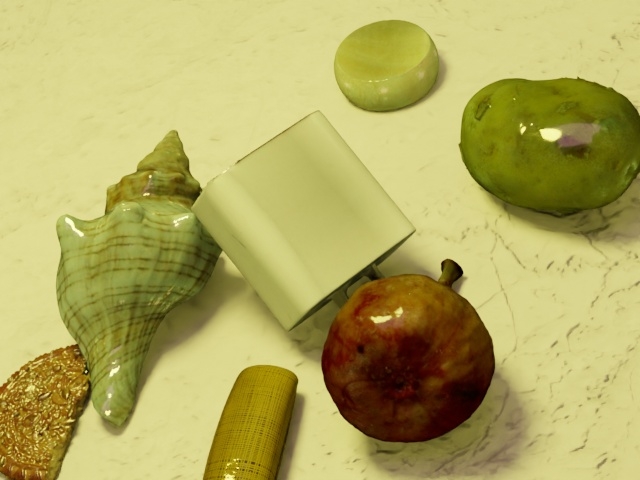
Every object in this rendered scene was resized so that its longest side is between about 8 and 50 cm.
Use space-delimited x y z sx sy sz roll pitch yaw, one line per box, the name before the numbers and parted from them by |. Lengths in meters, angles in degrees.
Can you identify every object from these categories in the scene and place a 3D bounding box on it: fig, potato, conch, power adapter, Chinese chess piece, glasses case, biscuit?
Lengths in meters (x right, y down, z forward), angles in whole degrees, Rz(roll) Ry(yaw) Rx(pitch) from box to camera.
fig | 0.129 0.096 1.688 0.190 0.190 0.290 19 38 33
potato | 0.278 -0.117 1.866 0.186 0.148 0.253 -20 32 -26
conch | -0.221 0.021 1.856 0.203 0.169 0.386 15 47 -4
power adapter | 0.000 0.000 1.805 0.187 0.124 0.255 -35 83 -29
Chinese chess piece | 0.090 -0.239 2.112 0.144 0.058 0.144 -9 46 9
glasses case | -0.081 0.231 1.686 0.079 0.064 0.234 4 46 12
biscuit | -0.339 0.201 1.827 0.126 0.025 0.206 -3 45 16
